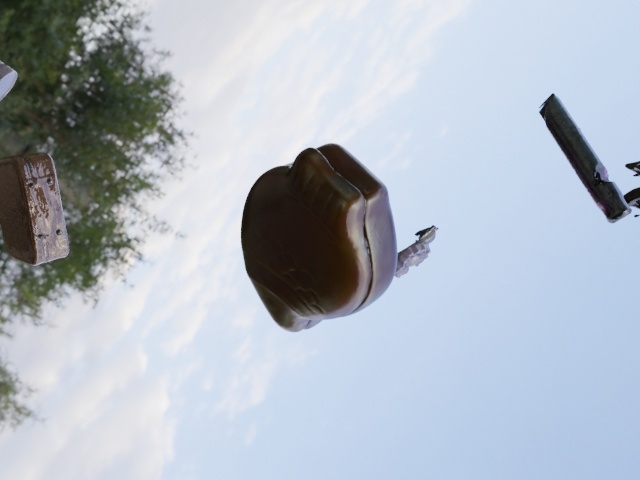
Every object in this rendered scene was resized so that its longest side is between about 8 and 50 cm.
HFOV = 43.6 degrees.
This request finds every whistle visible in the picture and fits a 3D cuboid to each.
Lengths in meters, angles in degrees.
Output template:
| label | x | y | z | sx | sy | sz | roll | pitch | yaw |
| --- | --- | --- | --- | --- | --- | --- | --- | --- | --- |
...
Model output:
| label | x | y | z | sx | sy | sz | roll | pitch | yaw |
| --- | --- | --- | --- | --- | --- | --- | --- | --- | --- |
| whistle | 0.312 | -0.098 | 0.954 | 0.033 | 0.033 | 0.177 | -40 | -115 | 31 |

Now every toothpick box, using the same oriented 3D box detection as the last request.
| label | x | y | z | sx | sy | sz | roll | pitch | yaw |
| --- | --- | --- | --- | --- | --- | --- | --- | --- | --- |
| toothpick box | -0.775 | -0.388 | 1.802 | 0.098 | 0.149 | 0.098 | -51 | -175 | 6 |

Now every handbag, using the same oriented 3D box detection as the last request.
| label | x | y | z | sx | sy | sz | roll | pitch | yaw |
| --- | --- | --- | --- | --- | --- | --- | --- | --- | --- |
| handbag | -0.525 | -0.061 | 1.438 | 0.151 | 0.072 | 0.194 | 10 | -68 | 45 |

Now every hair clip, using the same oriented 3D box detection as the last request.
| label | x | y | z | sx | sy | sz | roll | pitch | yaw |
| --- | --- | --- | --- | --- | --- | --- | --- | --- | --- |
| hair clip | 0.133 | 0.057 | 1.650 | 0.292 | 0.085 | 0.106 | -30 | 160 | -14 |

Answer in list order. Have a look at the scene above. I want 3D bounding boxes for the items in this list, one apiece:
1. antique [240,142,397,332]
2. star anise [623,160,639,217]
| label | x | y | z | sx | sy | sz | roll | pitch | yaw |
| --- | --- | --- | --- | --- | --- | --- | --- | --- | --- |
| antique | 0.000 | 0.000 | 1.051 | 0.223 | 0.129 | 0.278 | 43 | -44 | 26 |
| star anise | 0.655 | -0.094 | 1.406 | 0.271 | 0.103 | 0.272 | -5 | -133 | 5 |
